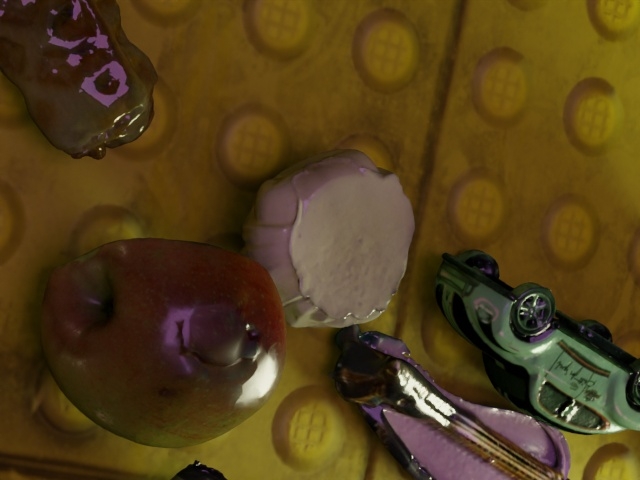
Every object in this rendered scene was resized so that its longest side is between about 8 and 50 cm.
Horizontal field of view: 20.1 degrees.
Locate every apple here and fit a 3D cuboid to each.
[{"bbox_3d":[-0.138,0.092,1.605,0.207,0.174,0.188,-44,149,25],"label":"apple"}]

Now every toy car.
[{"bbox_3d":[0.231,0.119,1.868,0.306,0.136,0.125,29,93,-31],"label":"toy car"}]

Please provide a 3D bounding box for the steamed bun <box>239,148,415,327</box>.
[{"bbox_3d":[0.000,0.000,1.727,0.182,0.106,0.183,-6,100,-34],"label":"steamed bun"}]

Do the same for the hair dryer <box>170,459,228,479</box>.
[{"bbox_3d":[-0.111,0.351,1.688,0.219,0.088,0.225,-46,105,-3],"label":"hair dryer"}]

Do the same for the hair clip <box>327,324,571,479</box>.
[{"bbox_3d":[0.141,0.202,1.863,0.358,0.095,0.110,39,38,-37],"label":"hair clip"}]

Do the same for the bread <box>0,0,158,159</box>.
[{"bbox_3d":[-0.224,-0.184,1.585,0.128,0.088,0.232,-37,108,-33],"label":"bread"}]
